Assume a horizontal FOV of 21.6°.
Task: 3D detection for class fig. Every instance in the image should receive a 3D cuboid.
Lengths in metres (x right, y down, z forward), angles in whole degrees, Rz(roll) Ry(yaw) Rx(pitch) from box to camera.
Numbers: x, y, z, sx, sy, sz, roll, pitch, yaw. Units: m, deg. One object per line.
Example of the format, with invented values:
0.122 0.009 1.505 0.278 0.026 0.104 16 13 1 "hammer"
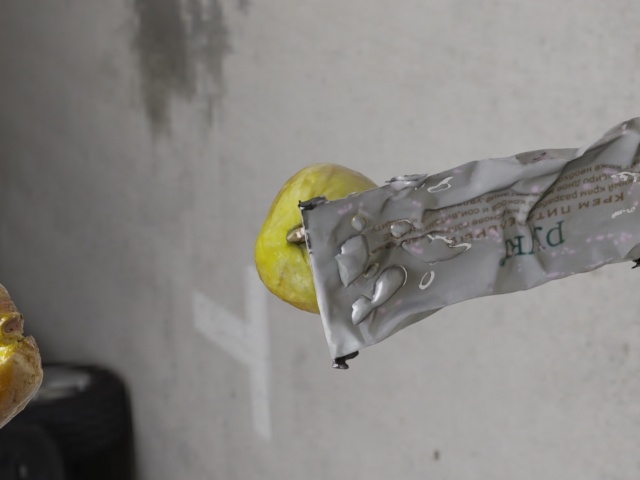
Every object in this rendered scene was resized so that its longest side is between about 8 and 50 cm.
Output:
0.000 0.000 1.666 0.257 0.159 0.159 16 -110 -80 "fig"

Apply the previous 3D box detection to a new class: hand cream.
0.121 -0.009 0.644 0.050 0.257 0.084 -102 3 -48 "hand cream"

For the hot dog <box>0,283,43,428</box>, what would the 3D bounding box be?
-0.191 0.078 0.742 0.165 0.045 0.071 -36 70 14 "hot dog"
